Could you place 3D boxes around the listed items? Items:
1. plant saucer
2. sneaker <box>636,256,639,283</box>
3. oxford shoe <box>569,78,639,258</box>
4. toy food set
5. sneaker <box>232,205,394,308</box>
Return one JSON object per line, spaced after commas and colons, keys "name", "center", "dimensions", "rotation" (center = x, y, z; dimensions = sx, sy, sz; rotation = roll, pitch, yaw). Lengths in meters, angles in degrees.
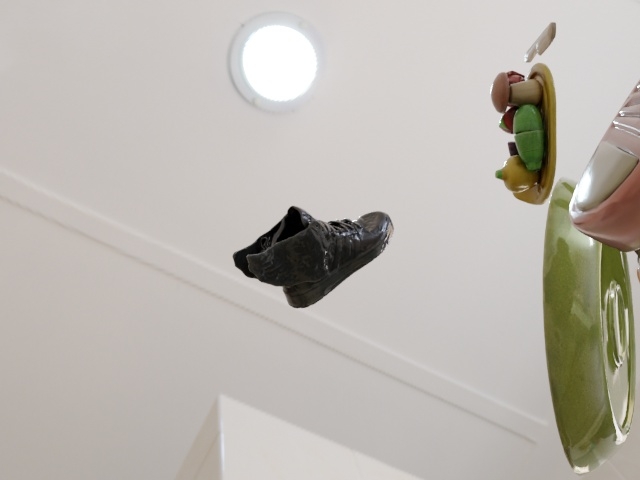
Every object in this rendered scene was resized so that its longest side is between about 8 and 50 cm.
{"name": "plant saucer", "center": [0.223, 0.067, 0.752], "dimensions": [0.037, 0.241, 0.241], "rotation": [-5, -73, 25]}
{"name": "sneaker", "center": [0.490, -0.019, 1.072], "dimensions": [0.262, 0.121, 0.099], "rotation": [-47, -49, -12]}
{"name": "oxford shoe", "center": [0.314, -0.132, 0.543], "dimensions": [0.146, 0.140, 0.397], "rotation": [36, -85, -3]}
{"name": "toy food set", "center": [0.246, -0.153, 1.175], "dimensions": [0.071, 0.128, 0.218], "rotation": [0, -91, -4]}
{"name": "sneaker", "center": [-0.002, -0.001, 0.891], "dimensions": [0.170, 0.051, 0.089], "rotation": [-40, -57, -26]}
